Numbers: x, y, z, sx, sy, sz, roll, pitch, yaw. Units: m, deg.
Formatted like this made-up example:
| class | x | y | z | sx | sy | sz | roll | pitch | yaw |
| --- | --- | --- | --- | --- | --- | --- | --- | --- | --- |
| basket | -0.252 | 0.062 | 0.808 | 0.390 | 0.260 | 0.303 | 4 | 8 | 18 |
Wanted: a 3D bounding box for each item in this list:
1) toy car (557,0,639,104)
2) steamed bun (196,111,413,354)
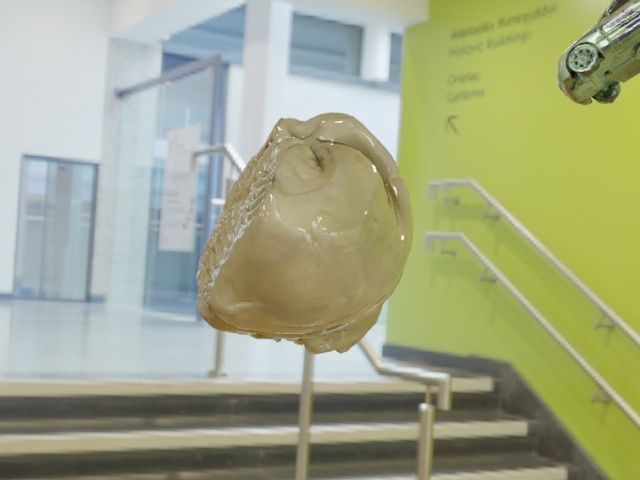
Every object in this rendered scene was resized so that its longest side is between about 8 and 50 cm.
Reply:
| class | x | y | z | sx | sy | sz | roll | pitch | yaw |
| --- | --- | --- | --- | --- | --- | --- | --- | --- | --- |
| toy car | 0.351 | -0.234 | 1.090 | 0.224 | 0.076 | 0.090 | -32 | -29 | 20 |
| steamed bun | -0.001 | 0.003 | 1.102 | 0.203 | 0.276 | 0.289 | 27 | -32 | -13 |
